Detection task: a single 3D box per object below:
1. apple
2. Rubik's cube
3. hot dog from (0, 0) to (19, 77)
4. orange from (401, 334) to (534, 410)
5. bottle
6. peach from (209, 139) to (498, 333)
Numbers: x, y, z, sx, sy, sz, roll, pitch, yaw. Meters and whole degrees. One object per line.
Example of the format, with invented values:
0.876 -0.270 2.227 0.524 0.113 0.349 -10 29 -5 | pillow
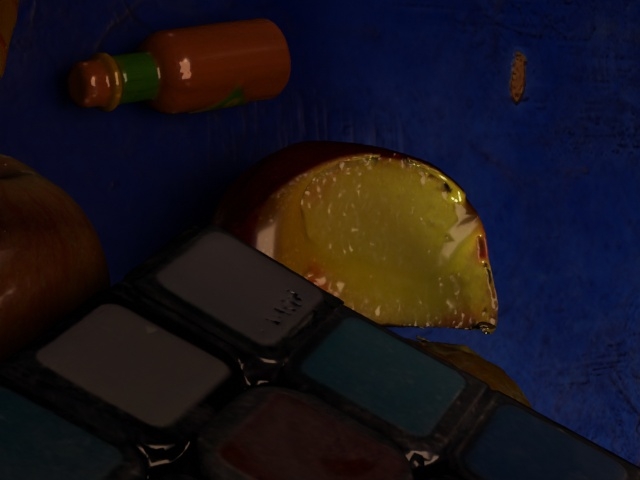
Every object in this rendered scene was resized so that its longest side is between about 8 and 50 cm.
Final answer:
-0.238 0.038 1.102 0.211 0.211 0.188 0 109 -42 | apple
-0.058 0.259 1.000 0.359 0.363 0.362 -36 153 -59 | Rubik's cube
-0.251 -0.149 1.128 0.104 0.076 0.250 20 39 -14 | hot dog
0.057 0.235 1.330 0.329 0.249 0.329 3 86 -45 | orange
-0.111 -0.131 1.325 0.187 0.069 0.069 -12 96 -40 | bottle
-0.002 0.000 1.356 0.267 0.154 0.159 0 86 -35 | peach
